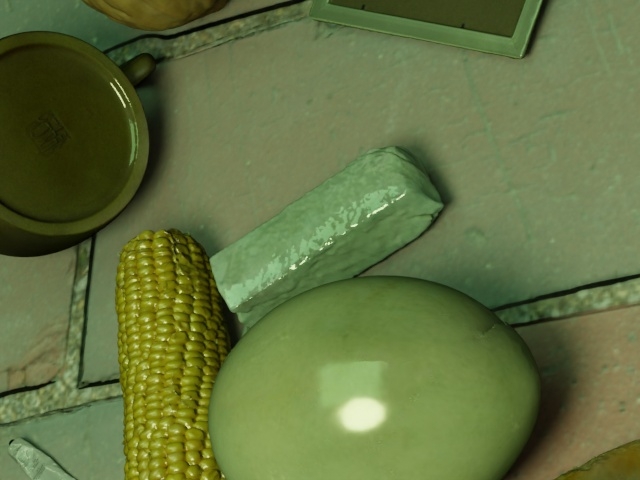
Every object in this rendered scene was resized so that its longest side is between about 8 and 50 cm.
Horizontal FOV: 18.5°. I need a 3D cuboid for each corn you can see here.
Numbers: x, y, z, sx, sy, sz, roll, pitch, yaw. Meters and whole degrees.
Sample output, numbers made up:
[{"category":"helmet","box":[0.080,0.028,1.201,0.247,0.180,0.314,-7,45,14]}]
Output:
[{"category":"corn","box":[-0.109,0.114,1.548,0.106,0.106,0.293,-23,53,22]}]

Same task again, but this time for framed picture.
[{"category":"framed picture","box":[0.127,-0.302,1.634,0.232,0.019,0.296,17,85,39]}]

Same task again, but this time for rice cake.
[{"category":"rice cake","box":[0.001,0.000,1.553,0.206,0.063,0.069,-31,51,16]}]

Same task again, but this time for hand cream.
[{"category":"hand cream","box":[-0.231,0.193,1.641,0.093,0.019,0.030,37,87,34]}]

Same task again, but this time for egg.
[{"category":"egg","box":[0.036,0.118,1.384,0.253,0.186,0.187,-9,61,28]}]

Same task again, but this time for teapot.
[{"category":"teapot","box":[-0.253,-0.083,1.709,0.267,0.186,0.175,-39,11,-28]}]

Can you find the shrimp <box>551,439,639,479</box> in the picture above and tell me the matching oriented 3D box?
[{"category":"shrimp","box":[0.168,0.241,1.308,0.317,0.077,0.168,-30,55,14]}]

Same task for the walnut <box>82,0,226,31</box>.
[{"category":"walnut","box":[-0.151,-0.284,1.714,0.213,0.213,0.213,-16,58,27]}]
